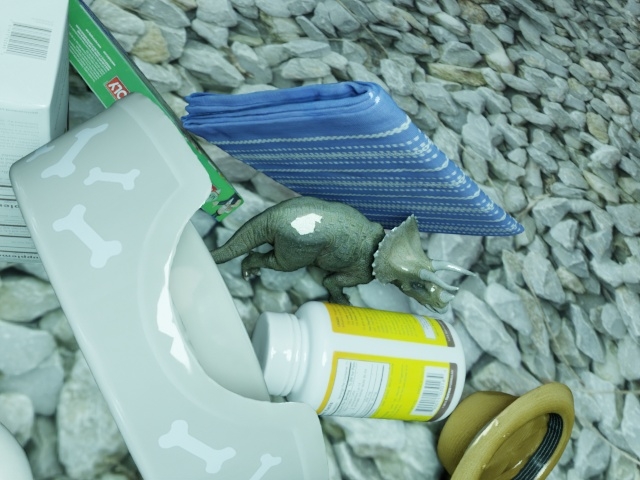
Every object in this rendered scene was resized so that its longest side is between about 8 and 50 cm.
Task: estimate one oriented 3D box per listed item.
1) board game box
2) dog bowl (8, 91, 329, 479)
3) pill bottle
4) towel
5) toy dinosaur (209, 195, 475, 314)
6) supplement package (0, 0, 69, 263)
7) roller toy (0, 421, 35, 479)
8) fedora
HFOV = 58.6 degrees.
[{"bbox_3d":[-0.221,-0.175,0.654,0.046,0.213,0.317,-39,76,-3],"label":"board game box"},{"bbox_3d":[-0.127,0.069,0.450,0.102,0.349,0.349,-25,70,-21],"label":"dog bowl"},{"bbox_3d":[0.037,0.130,0.613,0.215,0.117,0.117,10,54,-19],"label":"pill bottle"},{"bbox_3d":[0.046,-0.073,0.607,0.336,0.243,0.040,26,75,-49],"label":"towel"},{"bbox_3d":[0.000,0.000,0.658,0.313,0.160,0.121,20,51,-12],"label":"toy dinosaur"},{"bbox_3d":[-0.310,-0.097,0.528,0.133,0.244,0.139,6,57,-20],"label":"supplement package"},{"bbox_3d":[-0.295,0.210,0.388,0.209,0.146,0.191,41,51,5],"label":"roller toy"},{"bbox_3d":[0.191,0.219,0.623,0.194,0.194,0.079,-12,29,-31],"label":"fedora"}]
